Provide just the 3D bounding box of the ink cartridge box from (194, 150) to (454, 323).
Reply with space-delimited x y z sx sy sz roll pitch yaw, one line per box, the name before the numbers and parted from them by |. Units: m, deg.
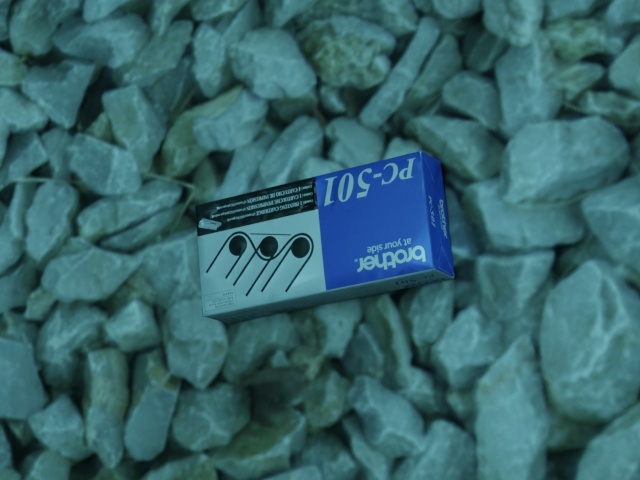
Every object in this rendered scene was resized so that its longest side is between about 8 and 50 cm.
ink cartridge box | 0.000 0.000 1.217 0.207 0.046 0.097 -12 74 25
